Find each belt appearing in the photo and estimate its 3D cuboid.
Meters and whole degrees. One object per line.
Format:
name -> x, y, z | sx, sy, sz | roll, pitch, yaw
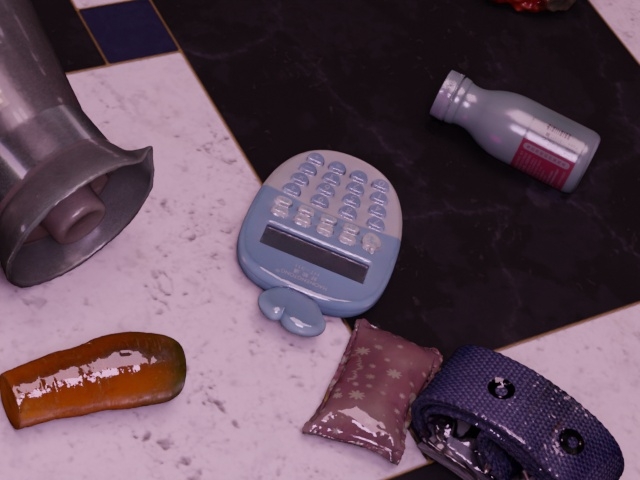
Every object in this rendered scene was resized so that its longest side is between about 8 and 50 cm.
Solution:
belt -> 0.208, 0.226, 1.634 | 0.230, 0.139, 0.126 | 36, 54, 8

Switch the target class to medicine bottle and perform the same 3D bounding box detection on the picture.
medicine bottle -> 0.254, -0.147, 1.978 | 0.217, 0.090, 0.090 | 28, 49, 6

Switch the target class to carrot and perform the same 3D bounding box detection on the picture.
carrot -> -0.239, 0.143, 1.586 | 0.193, 0.087, 0.087 | -6, 54, -20

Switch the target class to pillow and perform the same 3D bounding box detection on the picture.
pillow -> 0.064, 0.166, 1.690 | 0.118, 0.043, 0.185 | 23, 49, 4

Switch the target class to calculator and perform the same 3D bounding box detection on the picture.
calculator -> 0.000, 0.000, 1.807 | 0.188, 0.042, 0.302 | 23, 48, 0

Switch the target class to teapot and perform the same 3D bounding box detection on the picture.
teapot -> -0.384, -0.123, 1.670 | 0.300, 0.253, 0.344 | -41, 75, -3

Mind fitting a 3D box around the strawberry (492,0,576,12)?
strawberry -> 0.277, -0.489, 2.227 | 0.336, 0.149, 0.265 | 31, 51, 9
